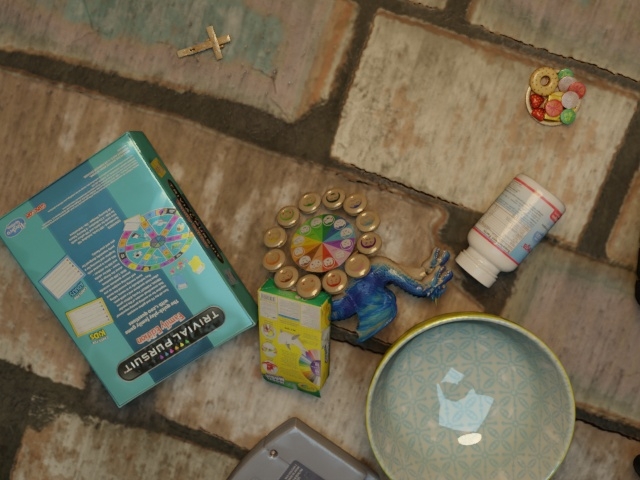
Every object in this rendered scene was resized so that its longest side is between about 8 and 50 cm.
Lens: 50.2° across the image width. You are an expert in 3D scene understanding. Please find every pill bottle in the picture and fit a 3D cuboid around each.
[{"bbox_3d":[0.273,-0.012,0.999,0.087,0.087,0.160,38,100,-4],"label":"pill bottle"}]

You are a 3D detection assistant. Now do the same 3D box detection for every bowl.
[{"bbox_3d":[0.207,0.230,1.008,0.289,0.156,0.290,0,99,2],"label":"bowl"}]

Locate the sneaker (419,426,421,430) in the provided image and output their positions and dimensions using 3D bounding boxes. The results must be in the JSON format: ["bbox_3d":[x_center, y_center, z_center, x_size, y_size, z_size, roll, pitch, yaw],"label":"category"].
[{"bbox_3d":[0.134,0.303,1.083,0.135,0.052,0.058,40,89,-12],"label":"sneaker"}]

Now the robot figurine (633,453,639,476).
[{"bbox_3d":[0.609,0.393,1.012,0.278,0.174,0.209,34,139,-3],"label":"robot figurine"}]

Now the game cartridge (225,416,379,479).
[{"bbox_3d":[-0.067,0.439,1.110,0.196,0.060,0.294,35,99,-7],"label":"game cartridge"}]

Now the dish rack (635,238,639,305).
[{"bbox_3d":[0.600,0.012,0.994,0.271,0.074,0.209,1,100,2],"label":"dish rack"}]

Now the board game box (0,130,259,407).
[{"bbox_3d":[-0.289,0.044,1.040,0.253,0.079,0.336,-32,97,7],"label":"board game box"}]

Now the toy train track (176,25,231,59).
[{"bbox_3d":[-0.172,-0.288,1.012,0.083,0.014,0.048,-14,106,11],"label":"toy train track"}]

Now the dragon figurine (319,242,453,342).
[{"bbox_3d":[0.065,0.096,1.027,0.289,0.085,0.144,-43,95,9],"label":"dragon figurine"}]

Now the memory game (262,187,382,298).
[{"bbox_3d":[0.000,0.000,0.990,0.186,0.012,0.186,-9,57,14],"label":"memory game"}]

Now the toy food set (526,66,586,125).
[{"bbox_3d":[0.342,-0.209,0.995,0.082,0.020,0.083,8,100,1],"label":"toy food set"}]

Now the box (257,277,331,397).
[{"bbox_3d":[-0.037,0.150,1.018,0.105,0.043,0.179,14,121,19],"label":"box"}]
